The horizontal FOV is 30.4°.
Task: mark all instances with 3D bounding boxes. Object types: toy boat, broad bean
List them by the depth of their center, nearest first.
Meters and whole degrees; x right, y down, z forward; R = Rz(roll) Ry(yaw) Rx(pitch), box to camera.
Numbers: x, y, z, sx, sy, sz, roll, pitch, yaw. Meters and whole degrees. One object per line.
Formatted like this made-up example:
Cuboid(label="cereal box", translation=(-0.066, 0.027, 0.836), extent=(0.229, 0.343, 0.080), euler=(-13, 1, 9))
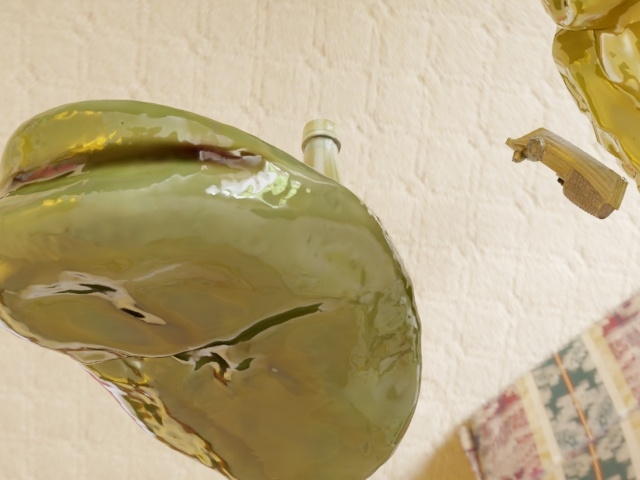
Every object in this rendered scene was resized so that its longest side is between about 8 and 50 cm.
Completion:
Cuboid(label="broad bean", translation=(-0.040, 0.028, 0.460), extent=(0.153, 0.072, 0.206), euler=(-21, 133, 30))
Cuboid(label="toy boat", translation=(0.243, -0.072, 1.177), extent=(0.049, 0.149, 0.047), euler=(-53, 138, 5))

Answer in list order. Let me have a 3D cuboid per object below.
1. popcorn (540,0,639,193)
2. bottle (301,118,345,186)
Cuboid(label="popcorn", translation=(0.195, -0.102, 0.423), extent=(0.249, 0.249, 0.225), euler=(-44, 121, 14))
Cuboid(label="bottle", translation=(0.000, 0.000, 1.073), extent=(0.083, 0.270, 0.083), euler=(-1, 143, -1))
